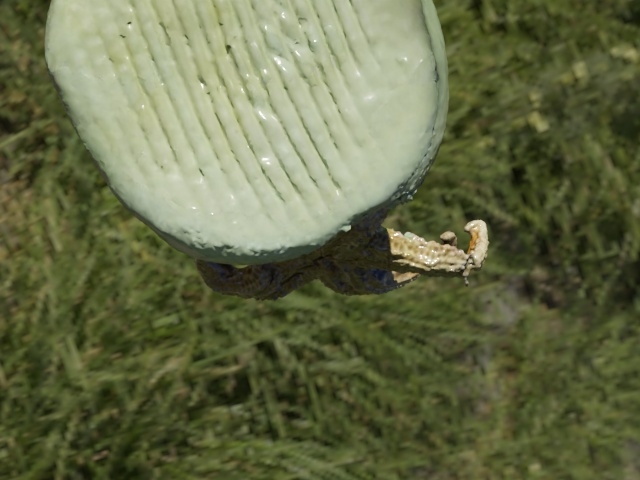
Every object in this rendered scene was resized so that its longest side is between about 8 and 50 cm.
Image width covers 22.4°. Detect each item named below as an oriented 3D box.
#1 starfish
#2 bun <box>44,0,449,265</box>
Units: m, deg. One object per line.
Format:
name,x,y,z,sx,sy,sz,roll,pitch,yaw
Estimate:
starfish,0.002,0.009,1.009,0.210,0.150,0.053,10,52,-32
bun,-0.038,-0.097,0.859,0.221,0.108,0.221,0,92,-6
